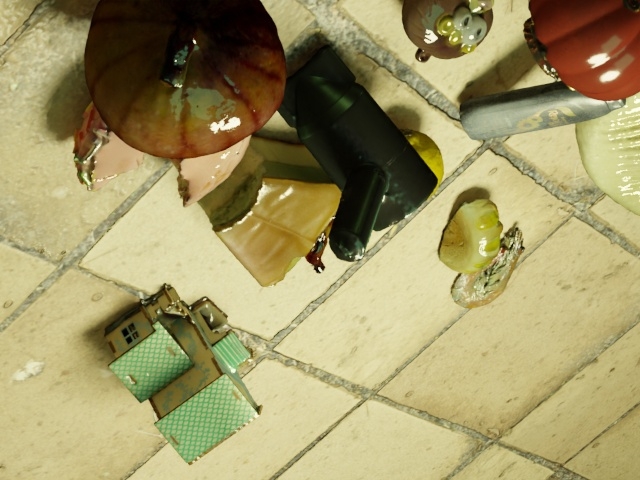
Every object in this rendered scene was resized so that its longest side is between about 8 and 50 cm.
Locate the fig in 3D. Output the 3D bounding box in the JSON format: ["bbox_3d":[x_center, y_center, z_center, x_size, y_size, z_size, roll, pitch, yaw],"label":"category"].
[{"bbox_3d":[-0.150,-0.209,1.556,0.235,0.235,0.214,-13,149,-25],"label":"fig"}]

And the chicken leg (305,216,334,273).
[{"bbox_3d":[-0.004,0.002,2.096,0.062,0.037,0.145,-22,144,-36],"label":"chicken leg"}]

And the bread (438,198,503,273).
[{"bbox_3d":[0.252,-0.002,2.229,0.083,0.094,0.157,-10,131,-21],"label":"bread"}]

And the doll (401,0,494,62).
[{"bbox_3d":[0.179,-0.319,1.801,0.145,0.096,0.188,-8,129,-41],"label":"doll"}]

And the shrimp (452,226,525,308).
[{"bbox_3d":[0.294,0.051,2.363,0.101,0.042,0.190,8,130,-32],"label":"shrimp"}]

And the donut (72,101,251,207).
[{"bbox_3d":[-0.194,-0.140,1.737,0.233,0.085,0.199,12,127,-44],"label":"donut"}]

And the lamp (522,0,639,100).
[{"bbox_3d":[0.384,-0.301,1.856,0.227,0.227,0.227,-20,143,-16],"label":"lamp"}]

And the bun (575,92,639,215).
[{"bbox_3d":[0.564,-0.196,2.078,0.349,0.227,0.352,-13,125,30],"label":"bun"}]

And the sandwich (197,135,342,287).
[{"bbox_3d":[-0.097,-0.032,1.919,0.186,0.108,0.220,4,133,-40],"label":"sandwich"}]

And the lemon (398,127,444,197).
[{"bbox_3d":[0.124,-0.107,1.994,0.109,0.109,0.133,-15,135,-22],"label":"lemon"}]

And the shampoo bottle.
[{"bbox_3d":[0.321,-0.193,1.992,0.233,0.049,0.087,-9,151,23],"label":"shampoo bottle"}]

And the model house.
[{"bbox_3d":[-0.178,0.216,2.068,0.178,0.206,0.271,-32,144,1],"label":"model house"}]

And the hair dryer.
[{"bbox_3d":[0.026,-0.094,1.758,0.116,0.302,0.244,-35,107,23],"label":"hair dryer"}]
